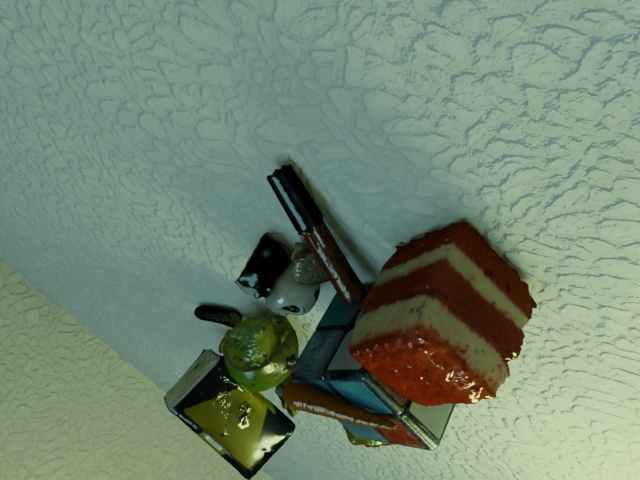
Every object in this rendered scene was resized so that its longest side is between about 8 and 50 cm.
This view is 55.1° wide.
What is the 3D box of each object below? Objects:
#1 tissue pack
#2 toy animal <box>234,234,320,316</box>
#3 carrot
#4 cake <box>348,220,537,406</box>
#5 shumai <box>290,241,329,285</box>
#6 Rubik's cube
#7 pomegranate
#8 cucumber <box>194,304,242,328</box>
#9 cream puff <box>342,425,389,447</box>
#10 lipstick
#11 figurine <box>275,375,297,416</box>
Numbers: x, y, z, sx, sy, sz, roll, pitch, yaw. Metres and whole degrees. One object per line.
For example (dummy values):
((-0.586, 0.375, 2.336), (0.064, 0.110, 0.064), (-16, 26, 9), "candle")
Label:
((-0.337, 0.627, 2.254), (0.416, 0.264, 0.253), (47, 166, -14), "tissue pack")
((-0.112, 0.116, 1.722), (0.235, 0.165, 0.187), (37, 170, -5), "toy animal")
((0.033, 0.410, 1.513), (0.336, 0.069, 0.069), (10, 141, 24), "carrot")
((0.257, 0.175, 1.339), (0.270, 0.319, 0.269), (42, 145, -13), "cake")
((-0.026, 0.047, 1.625), (0.116, 0.145, 0.146), (58, 172, 47), "shumai")
((0.166, 0.322, 1.618), (0.316, 0.313, 0.318), (47, 146, -21), "Rubik's cube")
((-0.220, 0.371, 2.076), (0.340, 0.260, 0.260), (7, 140, 44), "pomegranate")
((-0.392, 0.274, 2.274), (0.245, 0.067, 0.067), (6, 139, 38), "cucumber")
((0.197, 0.577, 2.086), (0.281, 0.185, 0.282), (-10, 138, -9), "cream puff")
((0.000, 0.000, 1.511), (0.077, 0.077, 0.418), (-8, 121, 46), "lipstick")
((-0.174, 0.506, 2.328), (0.315, 0.187, 0.168), (36, 127, 10), "figurine")
